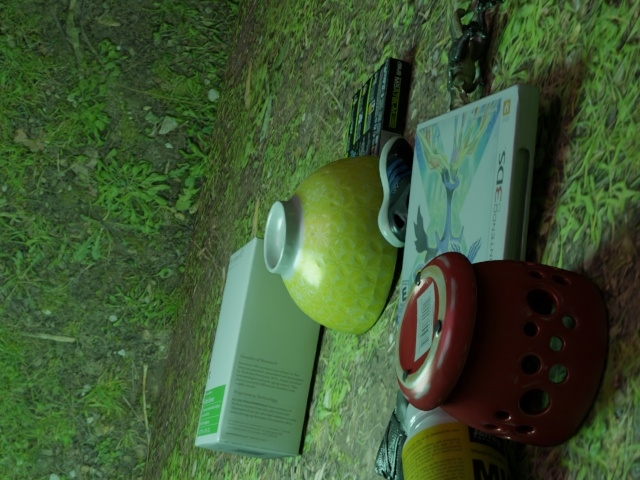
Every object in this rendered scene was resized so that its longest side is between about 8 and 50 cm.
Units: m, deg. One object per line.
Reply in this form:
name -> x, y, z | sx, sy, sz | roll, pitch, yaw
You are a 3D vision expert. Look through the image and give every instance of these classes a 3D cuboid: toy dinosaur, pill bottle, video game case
toy dinosaur -> 0.209, -0.277, 1.768 | 0.118, 0.064, 0.268 | 112, 167, -49
pill bottle -> 0.150, 0.268, 1.373 | 0.208, 0.119, 0.119 | -93, 23, -45
video game case -> 0.182, -0.027, 1.617 | 0.329, 0.036, 0.300 | 168, 109, -73

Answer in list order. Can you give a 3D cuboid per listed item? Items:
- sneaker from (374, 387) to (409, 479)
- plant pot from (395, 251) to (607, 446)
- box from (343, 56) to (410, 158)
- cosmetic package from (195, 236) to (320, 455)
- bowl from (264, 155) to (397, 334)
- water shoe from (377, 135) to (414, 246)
sneaker -> 0.124, 0.288, 1.521 | 0.227, 0.087, 0.130 | -99, 17, -44
plant pot -> 0.179, 0.109, 1.321 | 0.191, 0.174, 0.191 | -167, 90, -77
box -> 0.090, -0.188, 2.125 | 0.184, 0.045, 0.190 | 135, 145, -65
cosmetic package -> -0.101, 0.197, 2.246 | 0.197, 0.155, 0.365 | 145, 136, -68
bowl -> 0.000, 0.000, 1.993 | 0.289, 0.156, 0.289 | -174, 90, -72
water shoe -> 0.136, -0.079, 1.862 | 0.080, 0.073, 0.203 | -26, 44, 34
